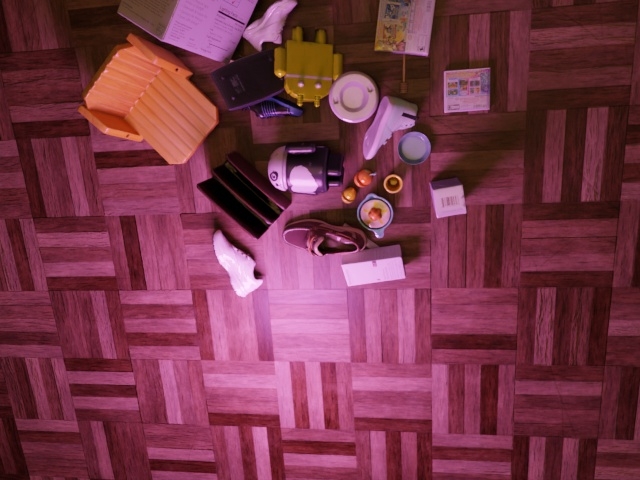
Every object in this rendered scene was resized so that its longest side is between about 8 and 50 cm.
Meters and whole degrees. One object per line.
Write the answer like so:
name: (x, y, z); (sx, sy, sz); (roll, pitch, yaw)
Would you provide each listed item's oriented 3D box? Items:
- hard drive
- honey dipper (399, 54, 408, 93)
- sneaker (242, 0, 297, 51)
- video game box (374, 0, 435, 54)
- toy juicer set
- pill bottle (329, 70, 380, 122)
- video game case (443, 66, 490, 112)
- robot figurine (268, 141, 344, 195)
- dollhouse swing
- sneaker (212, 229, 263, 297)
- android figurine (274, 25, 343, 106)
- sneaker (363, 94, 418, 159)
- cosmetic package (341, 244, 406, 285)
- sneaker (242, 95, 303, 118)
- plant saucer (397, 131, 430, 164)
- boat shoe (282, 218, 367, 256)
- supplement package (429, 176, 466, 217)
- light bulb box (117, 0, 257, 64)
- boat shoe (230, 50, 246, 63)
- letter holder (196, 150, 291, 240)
hard drive: (-0.242, -0.566, 1.861); (0.255, 0.054, 0.171); (-26, 82, -13)
honey dipper: (0.296, -0.602, 1.852); (0.031, 0.030, 0.160); (2, 103, 8)
sneaker: (-0.158, -0.760, 1.853); (0.232, 0.090, 0.115); (-33, 106, 25)
video game box: (0.287, -0.743, 1.792); (0.187, 0.048, 0.205); (7, 100, 4)
toy juicer set: (0.171, -0.112, 1.982); (0.209, 0.089, 0.328); (16, 108, 3)
pill bottle: (0.123, -0.488, 1.776); (0.161, 0.283, 0.160); (2, 106, 7)
video game case: (0.515, -0.529, 1.845); (0.157, 0.019, 0.143); (-1, 106, 10)
robot figurine: (-0.054, -0.260, 1.927); (0.279, 0.173, 0.208); (3, 104, 7)
dollhouse swing: (-0.606, -0.475, 1.901); (0.347, 0.315, 0.305); (-45, 75, 17)
sneaker: (-0.339, 0.081, 2.122); (0.129, 0.111, 0.297); (-28, 105, -1)
android figurine: (-0.041, -0.606, 1.840); (0.249, 0.056, 0.272); (2, 91, -15)
sneaker: (0.257, -0.389, 1.887); (0.151, 0.094, 0.255); (5, 133, -23)
cosmetic package: (0.204, 0.097, 2.024); (0.231, 0.085, 0.117); (-11, 126, 11)
sneaker: (-0.180, -0.486, 1.936); (0.232, 0.081, 0.090); (21, 115, 7)
plant saucer: (0.343, -0.339, 1.924); (0.120, 0.021, 0.119); (3, 107, 9)
boat shoe: (0.000, 0.000, 2.003); (0.342, 0.123, 0.123); (9, 113, 17)
supplement package: (0.455, -0.156, 1.878); (0.105, 0.179, 0.105); (-10, 104, 11)
light bulb box: (-0.398, -0.815, 1.700); (0.225, 0.358, 0.361); (36, 108, 17)
boat shoe: (-0.291, -0.648, 1.922); (0.153, 0.048, 0.056); (31, 83, -8)
letter holder: (-0.285, -0.169, 1.967); (0.302, 0.214, 0.152); (42, 108, -5)
